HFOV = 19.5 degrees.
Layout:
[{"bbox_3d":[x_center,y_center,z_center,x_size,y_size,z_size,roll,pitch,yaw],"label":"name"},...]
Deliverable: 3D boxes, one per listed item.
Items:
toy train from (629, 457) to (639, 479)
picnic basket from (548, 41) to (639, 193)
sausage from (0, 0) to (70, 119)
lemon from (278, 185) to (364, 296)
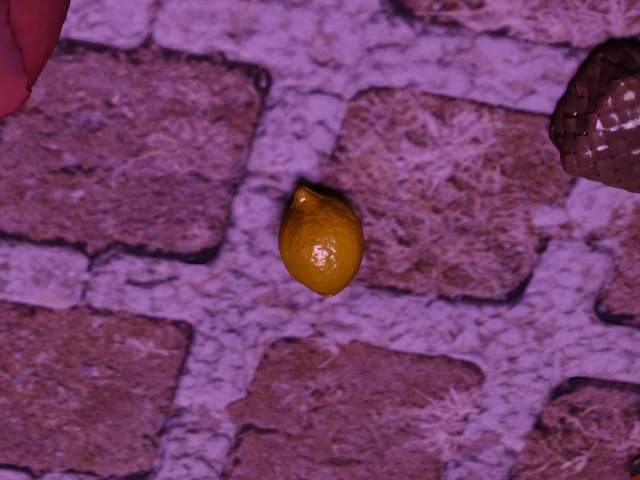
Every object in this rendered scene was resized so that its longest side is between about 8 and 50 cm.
[{"bbox_3d":[0.355,0.210,1.583,0.188,0.099,0.072,-25,131,13],"label":"toy train"},{"bbox_3d":[0.268,-0.072,1.360,0.193,0.055,0.110,14,127,-21],"label":"picnic basket"},{"bbox_3d":[-0.214,-0.168,1.069,0.152,0.279,0.152,0,131,0],"label":"sausage"},{"bbox_3d":[0.000,0.000,1.381,0.065,0.065,0.092,-14,113,5],"label":"lemon"}]
